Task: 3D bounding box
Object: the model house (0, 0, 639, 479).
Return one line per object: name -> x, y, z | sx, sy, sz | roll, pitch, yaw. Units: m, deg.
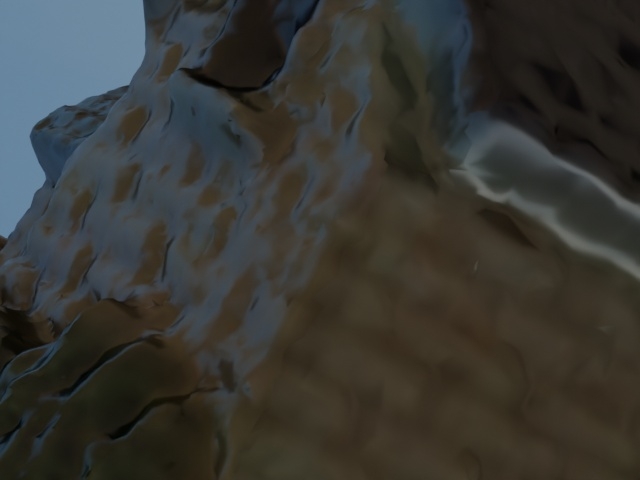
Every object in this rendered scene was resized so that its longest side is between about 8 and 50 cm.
model house -> 0.002, 0.001, 0.543 | 0.243, 0.284, 0.298 | 34, 175, -31
